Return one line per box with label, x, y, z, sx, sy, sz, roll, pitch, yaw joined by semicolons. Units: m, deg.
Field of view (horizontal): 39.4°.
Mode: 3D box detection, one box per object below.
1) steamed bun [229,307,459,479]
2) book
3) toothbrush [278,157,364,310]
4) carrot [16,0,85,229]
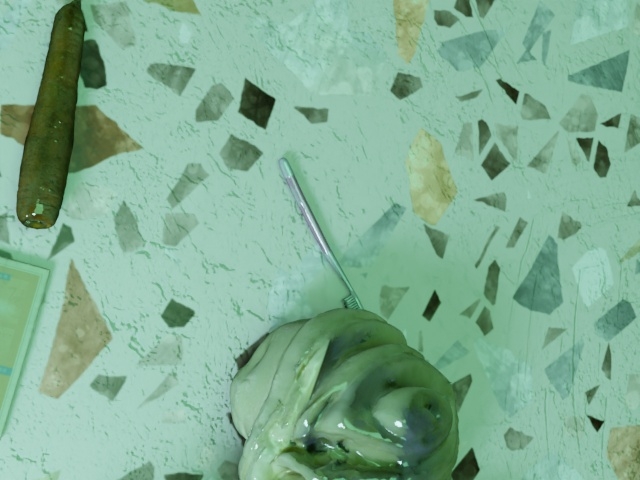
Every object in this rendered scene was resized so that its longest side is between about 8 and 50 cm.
steamed bun;0.052;0.269;1.268;0.339;0.247;0.352;9;73;-20
book;-0.475;0.133;1.186;0.170;0.018;0.241;17;78;-21
toothbrush;0.000;0.000;1.409;0.025;0.020;0.286;-29;97;-17
carrot;-0.369;-0.181;1.242;0.070;0.070;0.342;11;75;-23
